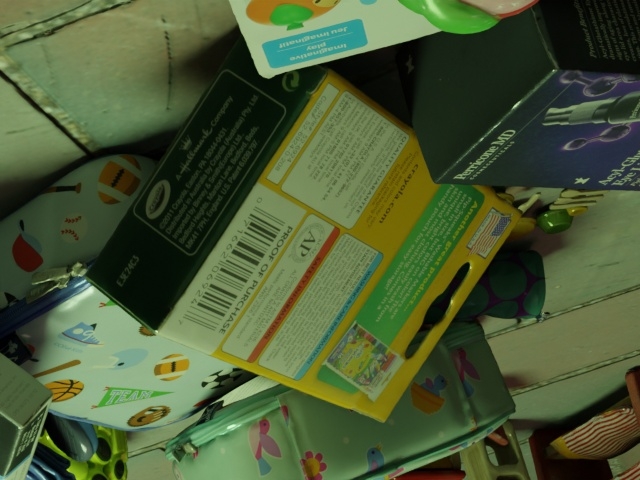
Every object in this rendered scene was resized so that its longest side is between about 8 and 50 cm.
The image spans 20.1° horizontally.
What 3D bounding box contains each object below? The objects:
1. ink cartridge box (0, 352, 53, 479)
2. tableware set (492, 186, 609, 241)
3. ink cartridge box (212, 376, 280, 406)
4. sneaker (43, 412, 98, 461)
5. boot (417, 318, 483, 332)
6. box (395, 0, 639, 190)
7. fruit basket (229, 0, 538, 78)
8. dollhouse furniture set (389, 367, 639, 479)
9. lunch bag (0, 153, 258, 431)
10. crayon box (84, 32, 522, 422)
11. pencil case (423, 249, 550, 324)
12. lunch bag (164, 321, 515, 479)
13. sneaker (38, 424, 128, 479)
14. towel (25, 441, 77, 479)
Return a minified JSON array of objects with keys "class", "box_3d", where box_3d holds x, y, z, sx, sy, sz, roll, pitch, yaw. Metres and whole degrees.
[{"class":"ink cartridge box","box_3d":[-0.303,0.115,1.325,0.045,0.208,0.206,-45,168,-38]},{"class":"tableware set","box_3d":[0.158,-0.027,1.515,0.154,0.024,0.104,-6,158,-22]},{"class":"ink cartridge box","box_3d":[-0.083,0.108,1.669,0.179,0.045,0.145,15,148,-17]},{"class":"sneaker","box_3d":[-0.211,0.130,1.522,0.059,0.144,0.053,-16,128,-21]},{"class":"boot","box_3d":[0.076,0.118,1.741,0.158,0.059,0.084,-10,161,-13]},{"class":"box","box_3d":[0.181,-0.116,1.224,0.207,0.108,0.153,0,153,-30]},{"class":"fruit basket","box_3d":[0.097,-0.187,0.943,0.327,0.165,0.353,-16,155,2]},{"class":"dollhouse furniture set","box_3d":[0.251,0.251,2.010,0.374,0.152,0.201,2,151,-34]},{"class":"lunch bag","box_3d":[-0.138,0.045,1.391,0.243,0.115,0.303,-28,154,23]},{"class":"crayon box","box_3d":[0.000,0.000,1.283,0.203,0.083,0.323,-57,147,3]},{"class":"pencil case","box_3d":[0.126,0.046,1.599,0.152,0.064,0.070,-3,140,-23]},{"class":"lunch bag","box_3d":[0.006,0.162,1.540,0.279,0.108,0.224,-18,175,-22]},{"class":"sneaker","box_3d":[-0.274,0.199,1.689,0.123,0.109,0.295,1,165,25]},{"class":"towel","box_3d":[-0.389,0.207,1.545,0.243,0.040,0.336,37,133,-19]}]
